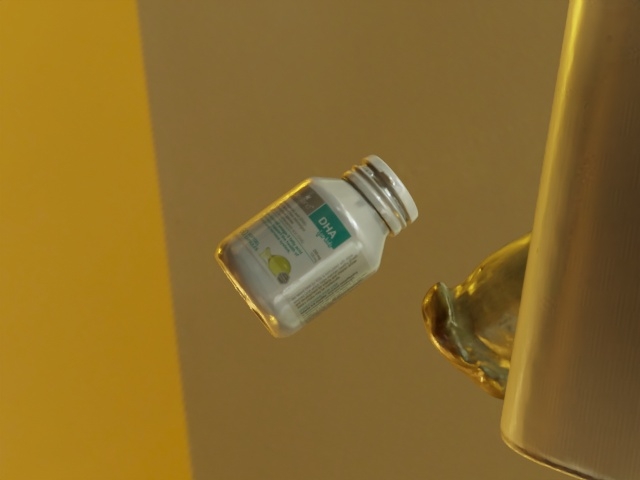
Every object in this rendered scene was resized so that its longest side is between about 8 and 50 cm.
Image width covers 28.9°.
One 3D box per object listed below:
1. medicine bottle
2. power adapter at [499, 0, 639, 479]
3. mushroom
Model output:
[{"bbox_3d":[0.000,0.000,1.408,0.215,0.135,0.135,-37,-127,-6],"label":"medicine bottle"},{"bbox_3d":[0.175,0.036,0.481,0.187,0.124,0.255,15,-75,35],"label":"power adapter"},{"bbox_3d":[0.210,0.017,0.775,0.333,0.107,0.087,-24,-143,37],"label":"mushroom"}]
